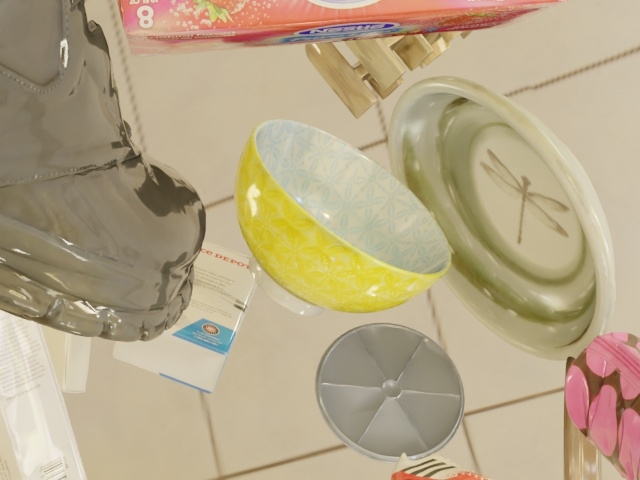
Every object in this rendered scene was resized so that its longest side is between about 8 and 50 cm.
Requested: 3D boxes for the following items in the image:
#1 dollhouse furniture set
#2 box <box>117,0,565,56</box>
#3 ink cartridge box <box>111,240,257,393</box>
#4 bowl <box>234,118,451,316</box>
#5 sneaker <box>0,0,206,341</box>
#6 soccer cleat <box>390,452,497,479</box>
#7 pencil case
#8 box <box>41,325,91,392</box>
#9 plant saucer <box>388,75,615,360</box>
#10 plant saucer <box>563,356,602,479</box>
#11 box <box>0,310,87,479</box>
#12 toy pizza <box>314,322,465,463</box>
[{"bbox_3d":[0.095,-0.271,1.253,0.161,0.212,0.242,51,154,1],"label":"dollhouse furniture set"},{"bbox_3d":[0.005,-0.182,0.779,0.257,0.128,0.122,-5,93,-6],"label":"box"},{"bbox_3d":[-0.178,0.093,1.788,0.148,0.203,0.086,21,126,0],"label":"ink cartridge box"},{"bbox_3d":[0.000,0.000,1.608,0.289,0.289,0.156,46,114,21],"label":"bowl"},{"bbox_3d":[-0.104,-0.042,0.410,0.109,0.286,0.130,20,92,19],"label":"sneaker"},{"bbox_3d":[0.092,0.170,0.944,0.083,0.035,0.029,1,131,19],"label":"soccer cleat"},{"bbox_3d":[0.234,0.126,0.906,0.095,0.209,0.098,-35,103,-1],"label":"pencil case"},{"bbox_3d":[-0.410,0.118,1.619,0.232,0.148,0.127,4,83,1],"label":"box"},{"bbox_3d":[0.247,-0.041,1.660,0.400,0.100,0.400,45,153,31],"label":"plant saucer"},{"bbox_3d":[0.312,0.276,1.552,0.041,0.278,0.278,-2,87,12],"label":"plant saucer"},{"bbox_3d":[-0.314,0.131,1.061,0.322,0.058,0.232,-2,106,45],"label":"box"},{"bbox_3d":[0.090,0.201,1.716,0.201,0.201,0.032,52,152,19],"label":"toy pizza"}]
